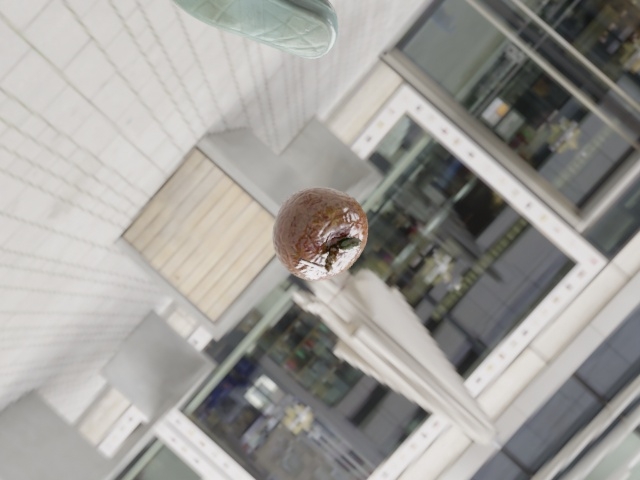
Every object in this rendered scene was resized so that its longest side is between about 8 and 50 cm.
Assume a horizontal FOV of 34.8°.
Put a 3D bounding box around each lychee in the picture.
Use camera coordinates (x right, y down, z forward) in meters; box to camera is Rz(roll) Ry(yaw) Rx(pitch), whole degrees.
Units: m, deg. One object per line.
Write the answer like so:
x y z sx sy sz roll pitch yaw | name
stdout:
-0.003 0.000 1.104 0.114 0.140 0.101 -1 138 -23 | lychee

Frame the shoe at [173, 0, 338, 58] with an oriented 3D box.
-0.068 -0.256 1.050 0.078 0.195 0.079 -70 -173 -47 | shoe
